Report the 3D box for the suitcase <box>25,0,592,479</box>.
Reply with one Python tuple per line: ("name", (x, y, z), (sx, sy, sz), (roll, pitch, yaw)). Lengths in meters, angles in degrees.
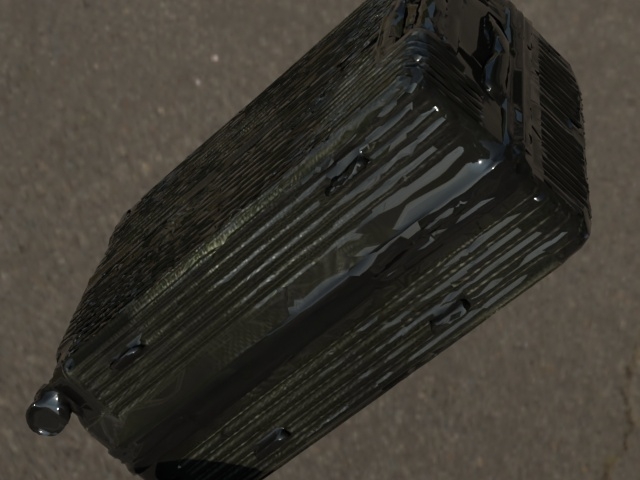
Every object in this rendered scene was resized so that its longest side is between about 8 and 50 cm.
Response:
("suitcase", (0.000, 0.000, 0.833), (0.335, 0.152, 0.230), (-38, 19, 26))
